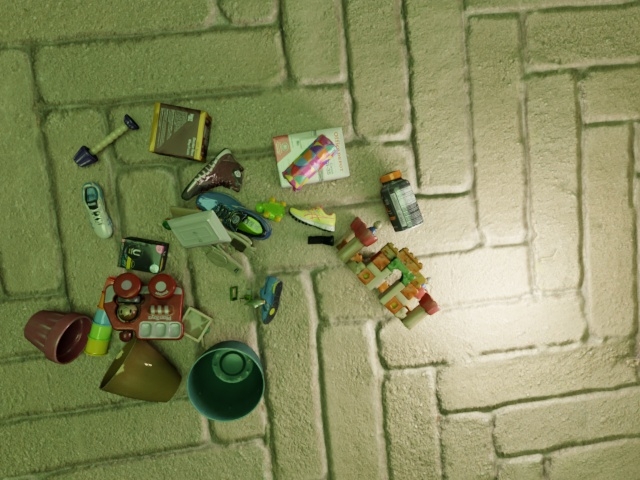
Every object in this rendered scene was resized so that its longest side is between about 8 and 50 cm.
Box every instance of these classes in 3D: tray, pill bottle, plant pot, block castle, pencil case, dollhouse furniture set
[{"bbox_3d":[-0.481,-0.033,1.687,0.271,0.030,0.145,-9,122,34],"label":"tray"},{"bbox_3d":[0.329,-0.167,1.805,0.131,0.130,0.245,-22,96,-2],"label":"pill bottle"},{"bbox_3d":[-1.049,0.365,1.719,0.181,0.201,0.201,19,93,9],"label":"plant pot"},{"bbox_3d":[0.277,0.111,1.743,0.213,0.303,0.453,-42,97,6],"label":"block castle"},{"bbox_3d":[-0.703,0.544,1.753,0.254,0.237,0.237,37,91,-21],"label":"plant pot"},{"bbox_3d":[-0.369,0.541,1.759,0.294,0.235,0.292,0,94,-5],"label":"plant pot"},{"bbox_3d":[-0.042,-0.297,1.662,0.236,0.104,0.104,-43,97,3],"label":"pencil case"},{"bbox_3d":[-0.305,0.231,1.801,0.152,0.076,0.058,7,99,30],"label":"dollhouse furniture set"}]

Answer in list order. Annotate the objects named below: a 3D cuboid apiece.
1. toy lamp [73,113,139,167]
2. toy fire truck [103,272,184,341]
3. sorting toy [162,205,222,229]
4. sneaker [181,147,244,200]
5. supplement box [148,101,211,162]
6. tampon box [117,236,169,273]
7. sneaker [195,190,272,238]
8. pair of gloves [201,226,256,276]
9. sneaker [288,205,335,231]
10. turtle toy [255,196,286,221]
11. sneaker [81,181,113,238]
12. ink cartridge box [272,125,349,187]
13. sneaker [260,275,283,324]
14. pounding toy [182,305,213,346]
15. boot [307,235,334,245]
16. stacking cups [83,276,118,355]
[{"bbox_3d":[-0.852,-0.391,1.714,0.275,0.080,0.080,-40,97,-2],"label":"toy lamp"},{"bbox_3d":[-0.686,0.266,1.693,0.303,0.169,0.253,2,73,-12],"label":"toy fire truck"},{"bbox_3d":[-0.509,-0.087,1.733,0.275,0.046,0.132,9,137,10],"label":"sorting toy"},{"bbox_3d":[-0.407,-0.226,1.723,0.162,0.106,0.281,44,67,-16],"label":"sneaker"},{"bbox_3d":[-0.548,-0.421,1.709,0.195,0.129,0.191,9,94,-5],"label":"supplement box"},{"bbox_3d":[-0.713,0.058,1.753,0.161,0.101,0.120,10,95,-6],"label":"tampon box"},{"bbox_3d":[-0.347,-0.103,1.747,0.330,0.147,0.129,25,92,-5],"label":"sneaker"},{"bbox_3d":[-0.373,0.032,1.747,0.204,0.042,0.240,31,136,-8],"label":"pair of gloves"},{"bbox_3d":[-0.032,-0.106,1.813,0.209,0.081,0.094,19,86,-13],"label":"sneaker"},{"bbox_3d":[-0.206,-0.125,1.795,0.130,0.066,0.095,22,67,-7],"label":"turtle toy"},{"bbox_3d":[-0.898,-0.118,1.731,0.085,0.086,0.236,-14,98,-5],"label":"sneaker"},{"bbox_3d":[-0.039,-0.338,1.765,0.284,0.117,0.206,-11,96,-3],"label":"ink cartridge box"},{"bbox_3d":[-0.222,0.251,1.839,0.082,0.069,0.209,20,104,26],"label":"sneaker"},{"bbox_3d":[-0.518,0.363,1.811,0.141,0.100,0.130,31,78,-9],"label":"pounding toy"},{"bbox_3d":[0.000,-0.001,1.801,0.099,0.121,0.045,1,93,-11],"label":"boot"},{"bbox_3d":[-0.874,0.308,1.767,0.096,0.096,0.315,17,93,-6],"label":"stacking cups"}]
